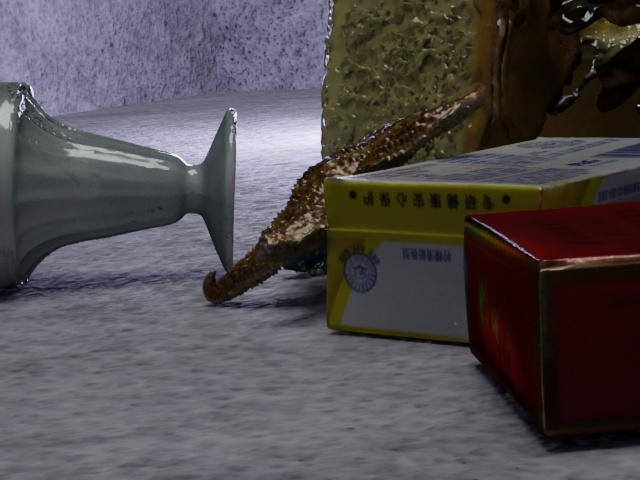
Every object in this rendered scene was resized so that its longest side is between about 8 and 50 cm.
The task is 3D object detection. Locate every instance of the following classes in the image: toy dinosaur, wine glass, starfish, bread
[{"bbox_3d":[0.000,0.000,1.293,0.083,0.047,0.030,-13,11,-41],"label":"toy dinosaur"},{"bbox_3d":[-0.162,-0.038,1.308,0.196,0.165,0.165,4,8,-3],"label":"wine glass"},{"bbox_3d":[0.015,-0.040,1.178,0.240,0.043,0.227,-33,12,15],"label":"starfish"},{"bbox_3d":[0.292,-0.144,1.749,0.245,0.174,0.121,-8,23,11],"label":"bread"},{"bbox_3d":[0.150,-0.163,1.651,0.248,0.315,0.279,-1,-5,34],"label":"bread"}]

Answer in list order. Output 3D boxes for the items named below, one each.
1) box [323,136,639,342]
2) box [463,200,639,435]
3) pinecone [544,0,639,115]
[{"bbox_3d":[0.143,-0.007,1.099,0.168,0.097,0.265,3,10,37],"label":"box"},{"bbox_3d":[0.243,0.026,0.859,0.313,0.089,0.197,-5,7,-4],"label":"box"},{"bbox_3d":[0.368,-0.204,1.461,0.384,0.384,0.384,-4,8,1],"label":"pinecone"}]
